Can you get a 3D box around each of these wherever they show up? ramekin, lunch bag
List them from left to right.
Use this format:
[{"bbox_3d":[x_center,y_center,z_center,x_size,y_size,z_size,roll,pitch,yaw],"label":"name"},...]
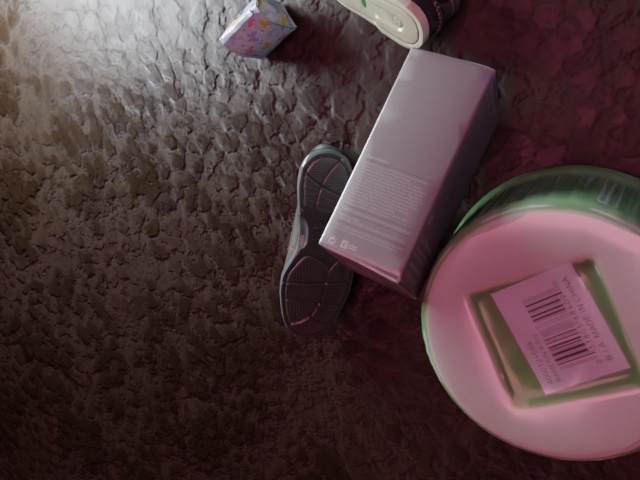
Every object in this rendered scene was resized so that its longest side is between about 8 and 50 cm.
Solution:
[{"bbox_3d":[-0.084,-0.277,0.792,0.071,0.083,0.053,-35,84,31],"label":"lunch bag"},{"bbox_3d":[0.256,0.078,0.648,0.304,0.148,0.303,7,105,28],"label":"ramekin"}]

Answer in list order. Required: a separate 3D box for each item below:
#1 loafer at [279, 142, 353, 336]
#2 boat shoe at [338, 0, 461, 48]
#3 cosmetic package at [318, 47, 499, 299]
[{"bbox_3d":[0.000,0.000,0.828,0.096,0.084,0.267,7,112,-4],"label":"loafer"},{"bbox_3d":[0.060,-0.316,0.720,0.079,0.084,0.233,-43,68,-9],"label":"boat shoe"},{"bbox_3d":[0.103,-0.069,0.661,0.107,0.127,0.238,26,86,22],"label":"cosmetic package"}]
